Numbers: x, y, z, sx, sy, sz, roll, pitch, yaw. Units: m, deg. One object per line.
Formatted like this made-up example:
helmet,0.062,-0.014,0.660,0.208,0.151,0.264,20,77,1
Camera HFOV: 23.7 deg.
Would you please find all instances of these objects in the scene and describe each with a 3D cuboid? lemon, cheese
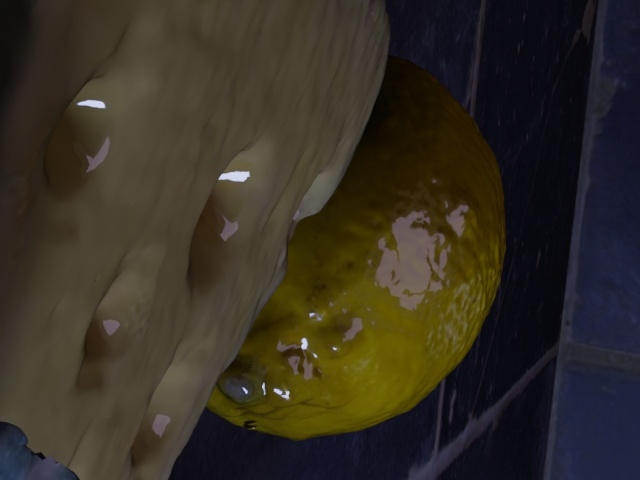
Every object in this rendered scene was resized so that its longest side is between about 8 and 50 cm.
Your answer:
lemon,0.000,0.000,0.832,0.260,0.204,0.204,-60,152,-50
cheese,-0.104,0.021,0.565,0.384,0.104,0.384,-60,165,-27

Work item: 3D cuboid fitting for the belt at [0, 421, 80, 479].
belt,-0.170,0.097,0.335,0.258,0.150,0.207,10,104,-52
